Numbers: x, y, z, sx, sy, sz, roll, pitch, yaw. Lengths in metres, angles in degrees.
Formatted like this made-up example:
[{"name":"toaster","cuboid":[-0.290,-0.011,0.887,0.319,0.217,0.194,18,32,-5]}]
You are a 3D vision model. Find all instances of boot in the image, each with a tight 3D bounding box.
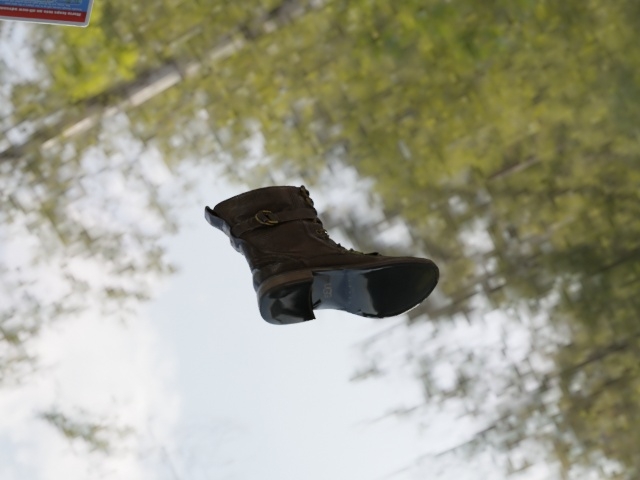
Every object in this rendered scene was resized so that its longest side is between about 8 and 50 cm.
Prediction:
[{"name":"boot","cuboid":[0.000,0.000,1.947,0.229,0.263,0.091,-115,26,-49]}]

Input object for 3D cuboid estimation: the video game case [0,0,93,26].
[{"name":"video game case","cuboid":[-0.405,-0.443,2.180,0.204,0.285,0.025,1,-145,-26]}]
